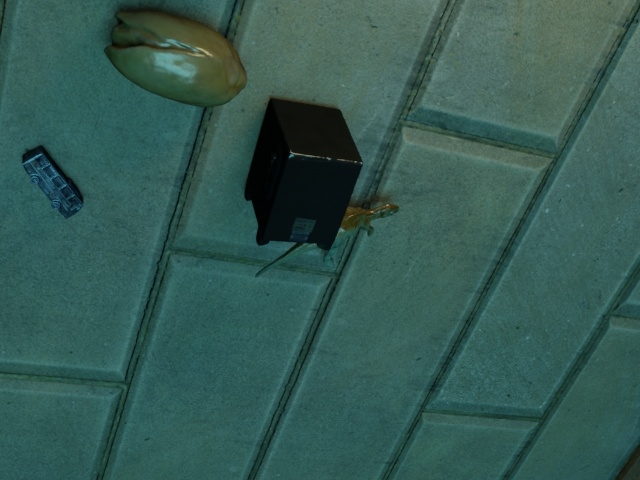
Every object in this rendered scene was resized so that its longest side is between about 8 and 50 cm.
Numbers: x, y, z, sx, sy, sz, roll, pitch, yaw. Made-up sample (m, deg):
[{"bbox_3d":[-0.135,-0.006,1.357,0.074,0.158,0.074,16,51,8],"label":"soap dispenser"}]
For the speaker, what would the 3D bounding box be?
[{"bbox_3d":[-0.048,-0.141,1.872,0.184,0.232,0.254,6,127,-20],"label":"speaker"}]

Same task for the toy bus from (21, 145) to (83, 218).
[{"bbox_3d":[-0.576,-0.124,1.844,0.065,0.047,0.166,-30,127,1],"label":"toy bus"}]

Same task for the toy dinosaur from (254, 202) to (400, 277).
[{"bbox_3d":[0.000,0.000,2.040,0.393,0.092,0.205,-15,161,-30],"label":"toy dinosaur"}]

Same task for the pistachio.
[{"bbox_3d":[-0.279,-0.355,1.700,0.293,0.181,0.162,12,83,-27],"label":"pistachio"}]
